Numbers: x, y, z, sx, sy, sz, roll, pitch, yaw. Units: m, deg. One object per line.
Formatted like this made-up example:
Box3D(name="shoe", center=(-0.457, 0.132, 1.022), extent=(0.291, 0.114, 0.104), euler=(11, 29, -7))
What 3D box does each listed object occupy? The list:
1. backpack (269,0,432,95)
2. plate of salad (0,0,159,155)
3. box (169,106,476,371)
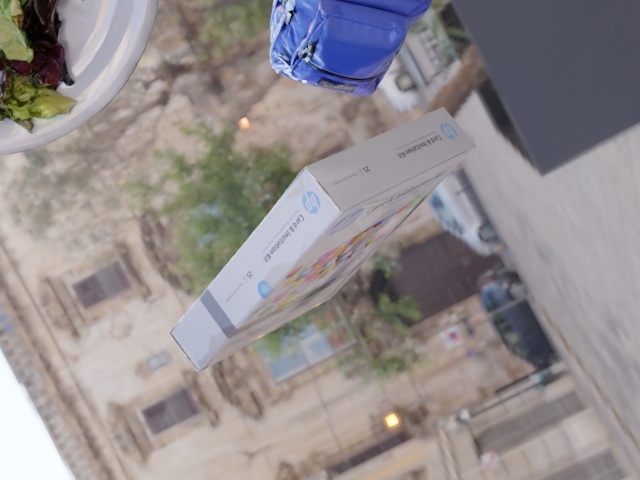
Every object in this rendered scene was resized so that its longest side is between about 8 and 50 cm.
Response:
Box3D(name="backpack", center=(0.011, -0.150, 0.819), extent=(0.120, 0.098, 0.101), euler=(130, 153, -61))
Box3D(name="plate of salad", center=(-0.181, -0.139, 0.605), extent=(0.200, 0.200, 0.048), euler=(61, -173, -13))
Box3D(name="box", center=(0.000, 0.000, 0.775), extent=(0.038, 0.186, 0.145), euler=(51, -138, 11))
